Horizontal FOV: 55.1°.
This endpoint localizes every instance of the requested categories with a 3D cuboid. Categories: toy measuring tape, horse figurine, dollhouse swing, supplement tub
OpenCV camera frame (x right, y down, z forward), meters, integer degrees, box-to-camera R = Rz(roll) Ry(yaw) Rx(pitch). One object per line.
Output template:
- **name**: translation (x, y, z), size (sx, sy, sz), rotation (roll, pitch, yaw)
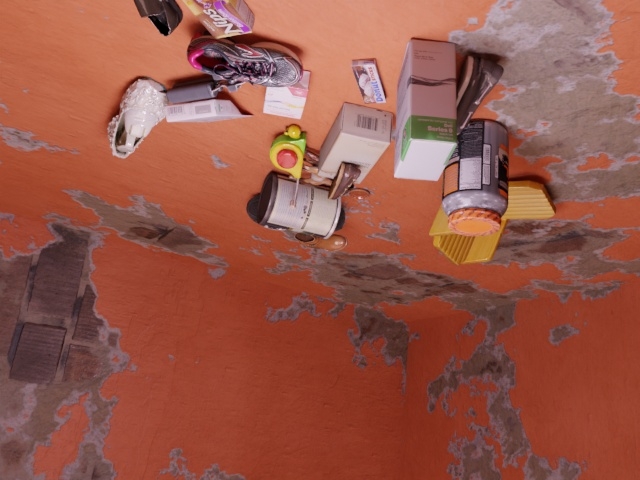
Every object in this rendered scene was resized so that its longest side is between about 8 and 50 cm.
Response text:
- **toy measuring tape**: translation (-0.119, -0.246, 2.069), size (0.122, 0.121, 0.330), rotation (8, 132, -3)
- **horse figurine**: translation (-0.027, -0.252, 2.192), size (0.175, 0.066, 0.263), rotation (16, 163, 3)
- **dollhouse swing**: translation (0.641, -0.050, 2.244), size (0.305, 0.315, 0.347), rotation (18, 170, 36)
- **supplement tub**: translation (0.465, -0.184, 1.845), size (0.194, 0.315, 0.193), rotation (6, 161, 2)

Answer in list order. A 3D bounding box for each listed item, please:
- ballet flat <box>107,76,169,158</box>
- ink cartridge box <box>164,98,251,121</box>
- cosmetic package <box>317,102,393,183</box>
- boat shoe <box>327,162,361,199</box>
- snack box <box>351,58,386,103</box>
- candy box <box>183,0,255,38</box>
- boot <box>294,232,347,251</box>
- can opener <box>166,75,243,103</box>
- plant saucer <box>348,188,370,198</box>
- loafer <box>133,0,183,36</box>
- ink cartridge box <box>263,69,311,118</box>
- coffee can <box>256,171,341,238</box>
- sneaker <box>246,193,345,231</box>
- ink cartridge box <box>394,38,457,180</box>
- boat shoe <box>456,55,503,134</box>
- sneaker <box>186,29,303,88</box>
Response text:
- **ballet flat**: translation (-0.587, -0.368, 1.964), size (0.147, 0.146, 0.409), rotation (17, 158, -26)
- **ink cartridge box**: translation (-0.335, -0.395, 1.878), size (0.181, 0.056, 0.225), rotation (-2, -169, 24)
- **cosmetic package**: translation (0.103, -0.301, 1.948), size (0.160, 0.113, 0.309), rotation (10, 160, -10)
- **boat shoe**: translation (0.076, -0.183, 2.009), size (0.073, 0.073, 0.207), rotation (12, 160, -9)
- **snack box**: translation (0.135, -0.435, 1.688), size (0.064, 0.022, 0.178), rotation (-1, 159, 17)
- **candy box**: translation (-0.246, -0.555, 1.435), size (0.109, 0.053, 0.187), rotation (-2, 158, 23)
- **boot**: translation (0.000, 0.000, 2.475), size (0.197, 0.072, 0.152), rotation (-1, 171, 16)
- **can opener**: translation (-0.321, -0.458, 1.745), size (0.284, 0.076, 0.095), rotation (-2, 126, 26)
- **plant saucer**: translation (0.153, -0.184, 2.408), size (0.084, 0.013, 0.083), rotation (7, 161, 2)
- **loafer**: translation (-0.396, -0.560, 1.431), size (0.080, 0.078, 0.220), rotation (-2, 159, 24)
- **ink cartridge box**: translation (-0.100, -0.413, 1.763), size (0.116, 0.067, 0.198), rotation (9, 160, -6)
- **coffee can**: translation (-0.084, -0.131, 2.354), size (0.276, 0.201, 0.201), rotation (13, 160, -18)
- **sneaker**: translation (-0.107, -0.093, 2.576), size (0.411, 0.157, 0.182), rotation (10, 169, -1)
- **ink cartridge box**: translation (0.263, -0.327, 1.556), size (0.122, 0.289, 0.211), rotation (4, 161, -1)
- **boat shoe**: translation (0.398, -0.366, 1.664), size (0.096, 0.112, 0.335), rotation (11, 157, 1)
- **sneaker**: translation (-0.193, -0.445, 1.575), size (0.300, 0.112, 0.120), rotation (8, 126, -7)
